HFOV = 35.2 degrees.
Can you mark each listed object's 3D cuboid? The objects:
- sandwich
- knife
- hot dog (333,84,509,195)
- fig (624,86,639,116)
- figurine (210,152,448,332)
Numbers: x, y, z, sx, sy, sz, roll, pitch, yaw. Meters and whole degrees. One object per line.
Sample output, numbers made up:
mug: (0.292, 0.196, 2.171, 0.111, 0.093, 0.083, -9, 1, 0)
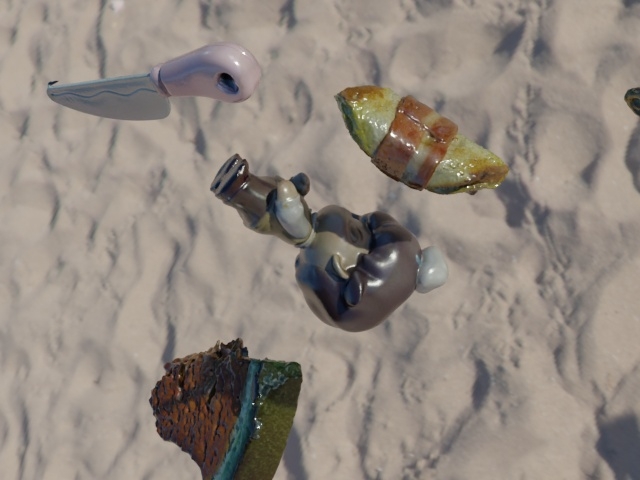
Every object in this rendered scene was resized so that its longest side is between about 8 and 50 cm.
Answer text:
sandwich: (-0.140, 0.266, 1.585, 0.301, 0.162, 0.251, 23, 100, 46)
knife: (-0.201, -0.179, 1.198, 0.335, 0.081, 0.043, -1, 45, 39)
hot dog: (0.129, -0.130, 1.410, 0.123, 0.261, 0.093, -54, -2, -35)
fig: (0.360, -0.126, 0.746, 0.259, 0.151, 0.151, -28, 53, 9)
figurine: (0.008, -0.018, 1.600, 0.206, 0.365, 0.218, -46, 19, -16)
